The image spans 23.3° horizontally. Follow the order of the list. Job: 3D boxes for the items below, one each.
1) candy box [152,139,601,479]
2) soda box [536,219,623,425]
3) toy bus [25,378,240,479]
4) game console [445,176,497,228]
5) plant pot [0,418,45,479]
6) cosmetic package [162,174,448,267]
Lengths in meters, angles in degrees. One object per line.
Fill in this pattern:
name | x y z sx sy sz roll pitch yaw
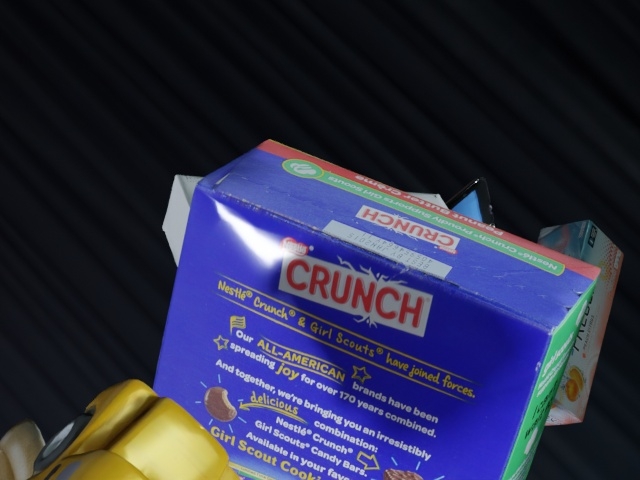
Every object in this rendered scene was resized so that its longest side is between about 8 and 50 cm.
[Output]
candy box | 0.020 0.121 1.132 0.122 0.268 0.317 -44 153 -56
soda box | 0.217 0.074 1.402 0.058 0.063 0.183 -12 -132 43
toy bus | -0.165 0.224 0.859 0.332 0.108 0.130 -51 -167 -30
game console | 0.144 0.032 1.559 0.144 0.124 0.085 -39 173 -17
plant pot | -0.290 0.291 1.500 0.032 0.236 0.236 -3 146 -23
cosmetic package | 0.000 0.000 1.270 0.239 0.099 0.060 3 120 -22
